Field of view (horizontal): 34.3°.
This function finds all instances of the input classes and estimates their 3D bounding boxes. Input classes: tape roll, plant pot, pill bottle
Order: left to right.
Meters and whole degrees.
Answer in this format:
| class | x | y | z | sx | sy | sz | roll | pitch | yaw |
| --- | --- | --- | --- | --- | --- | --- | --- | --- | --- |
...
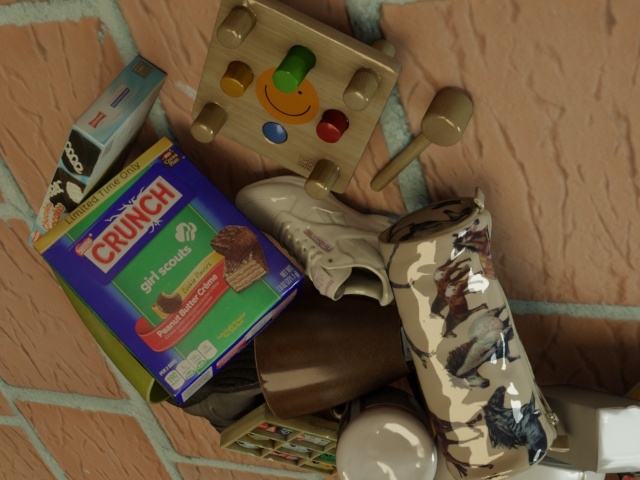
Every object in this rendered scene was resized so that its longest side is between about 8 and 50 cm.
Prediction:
| class | x | y | z | sx | sy | sz | roll | pitch | yaw |
| --- | --- | --- | --- | --- | --- | --- | --- | --- | --- |
| plant pot | -0.312 | 0.083 | 1.781 | 0.293 | 0.275 | 0.275 | 38 | 140 | 11 |
| plant pot | 0.037 | 0.181 | 1.729 | 0.230 | 0.215 | 0.215 | -9 | 129 | 17 |
| pill bottle | 0.107 | 0.332 | 1.727 | 0.162 | 0.278 | 0.162 | 0 | 93 | 3 |
| tape roll | 0.323 | 0.383 | 1.711 | 0.286 | 0.100 | 0.286 | 12 | -179 | 0 |

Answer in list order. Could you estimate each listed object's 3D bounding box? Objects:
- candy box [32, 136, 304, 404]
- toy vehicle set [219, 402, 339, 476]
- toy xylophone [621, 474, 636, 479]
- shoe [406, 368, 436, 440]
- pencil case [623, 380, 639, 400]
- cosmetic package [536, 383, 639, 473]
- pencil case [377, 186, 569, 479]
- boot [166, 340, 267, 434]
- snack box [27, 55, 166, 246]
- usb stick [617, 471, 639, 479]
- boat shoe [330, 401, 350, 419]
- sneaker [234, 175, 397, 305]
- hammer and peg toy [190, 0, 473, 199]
| class | x | y | z | sx | sy | sz | roll | pitch | yaw |
| --- | --- | --- | --- | --- | --- | --- | --- | --- | --- |
| candy box | -0.227 | 0.043 | 1.582 | 0.317 | 0.268 | 0.122 | 44 | 164 | 10 |
| toy vehicle set | -0.038 | 0.390 | 2.007 | 0.266 | 0.035 | 0.166 | 20 | 141 | -27 |
| toy xylophone | 0.499 | 0.544 | 1.779 | 0.081 | 0.236 | 0.323 | 10 | 156 | -10 |
| shoe | 0.197 | 0.267 | 1.825 | 0.058 | 0.076 | 0.219 | -24 | 127 | -7 |
| pencil case | 0.542 | 0.249 | 1.574 | 0.124 | 0.113 | 0.273 | 22 | 139 | 0 |
| cosmetic package | 0.402 | 0.284 | 1.588 | 0.127 | 0.107 | 0.238 | 2 | -178 | -20 |
| pencil case | 0.217 | 0.138 | 1.503 | 0.183 | 0.160 | 0.410 | -17 | 100 | 6 |
| boot | -0.130 | 0.307 | 2.016 | 0.222 | 0.118 | 0.338 | 41 | 145 | -25 |
| snack box | -0.354 | -0.123 | 1.619 | 0.060 | 0.187 | 0.322 | 34 | 138 | -4 |
| usb stick | 0.558 | 0.421 | 1.790 | 0.077 | 0.045 | 0.278 | -5 | 129 | 33 |
| boat shoe | 0.048 | 0.300 | 1.919 | 0.223 | 0.073 | 0.080 | 43 | 137 | -16 |
| sneaker | 0.000 | 0.000 | 1.583 | 0.305 | 0.152 | 0.114 | 21 | 141 | 10 |
| hammer and peg toy | 0.004 | -0.172 | 1.422 | 0.361 | 0.127 | 0.266 | 27 | 139 | 1 |
